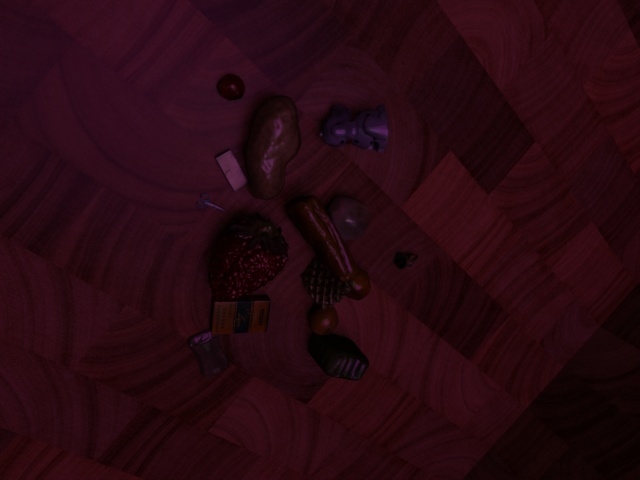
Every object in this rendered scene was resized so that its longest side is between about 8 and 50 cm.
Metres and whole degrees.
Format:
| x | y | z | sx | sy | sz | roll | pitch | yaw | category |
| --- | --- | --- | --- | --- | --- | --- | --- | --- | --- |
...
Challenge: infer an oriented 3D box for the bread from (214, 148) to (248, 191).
| x | y | z | sx | sy | sz | roll | pitch | yaw | category |
| --- | --- | --- | --- | --- | --- | --- | --- | --- | --- |
| -0.330 | -0.261 | 1.806 | 0.068 | 0.028 | 0.153 | -31 | 118 | -8 | bread |

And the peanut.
| x | y | z | sx | sy | sz | roll | pitch | yaw | category |
| --- | --- | --- | --- | --- | --- | --- | --- | --- | --- |
| -0.175 | -0.333 | 1.764 | 0.192 | 0.169 | 0.387 | 7 | 111 | -28 | peanut |

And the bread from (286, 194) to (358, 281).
| x | y | z | sx | sy | sz | roll | pitch | yaw | category |
| --- | --- | --- | --- | --- | --- | --- | --- | --- | --- |
| 0.000 | 0.000 | 1.925 | 0.109 | 0.185 | 0.380 | -39 | 107 | -27 | bread |

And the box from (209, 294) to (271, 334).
| x | y | z | sx | sy | sz | roll | pitch | yaw | category |
| --- | --- | --- | --- | --- | --- | --- | --- | --- | --- |
| -0.334 | 0.305 | 2.009 | 0.237 | 0.070 | 0.152 | 3 | 109 | -20 | box |

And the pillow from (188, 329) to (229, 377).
| x | y | z | sx | sy | sz | roll | pitch | yaw | category |
| --- | --- | --- | --- | --- | --- | --- | --- | --- | --- |
| -0.467 | 0.478 | 2.041 | 0.130 | 0.033 | 0.217 | -23 | 117 | -15 | pillow |

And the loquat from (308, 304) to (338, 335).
| x | y | z | sx | sy | sz | roll | pitch | yaw | category |
| --- | --- | --- | --- | --- | --- | --- | --- | --- | --- |
| 0.015 | 0.345 | 2.123 | 0.141 | 0.141 | 0.141 | -8 | 113 | -19 | loquat |

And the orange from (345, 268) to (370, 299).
| x | y | z | sx | sy | sz | roll | pitch | yaw | category |
| --- | --- | --- | --- | --- | --- | --- | --- | --- | --- |
| 0.148 | 0.187 | 2.111 | 0.134 | 0.156 | 0.156 | -51 | 121 | -21 | orange |

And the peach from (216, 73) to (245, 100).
| x | y | z | sx | sy | sz | roll | pitch | yaw | category |
| --- | --- | --- | --- | --- | --- | --- | --- | --- | --- |
| -0.307 | -0.533 | 1.688 | 0.098 | 0.061 | 0.098 | -6 | 105 | -22 | peach |

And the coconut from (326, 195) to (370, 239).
| x | y | z | sx | sy | sz | roll | pitch | yaw | category |
| --- | --- | --- | --- | --- | --- | --- | --- | --- | --- |
| 0.113 | -0.088 | 1.958 | 0.194 | 0.194 | 0.194 | -8 | 113 | -19 | coconut |

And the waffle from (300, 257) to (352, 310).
| x | y | z | sx | sy | sz | roll | pitch | yaw | category |
| --- | --- | --- | --- | --- | --- | --- | --- | --- | --- |
| 0.028 | 0.168 | 2.042 | 0.208 | 0.214 | 0.054 | -39 | 164 | 6 | waffle |

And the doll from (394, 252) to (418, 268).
| x | y | z | sx | sy | sz | roll | pitch | yaw | category |
| --- | --- | --- | --- | --- | --- | --- | --- | --- | --- |
| 0.390 | 0.084 | 2.224 | 0.113 | 0.076 | 0.078 | -18 | 148 | -46 | doll |

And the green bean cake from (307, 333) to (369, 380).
| x | y | z | sx | sy | sz | roll | pitch | yaw | category |
| --- | --- | --- | --- | --- | --- | --- | --- | --- | --- |
| 0.083 | 0.512 | 2.151 | 0.222 | 0.248 | 0.125 | 22 | 101 | -30 | green bean cake |

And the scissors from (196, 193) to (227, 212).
| x | y | z | sx | sy | sz | roll | pitch | yaw | category |
| --- | --- | --- | --- | --- | --- | --- | --- | --- | --- |
| -0.409 | -0.132 | 1.834 | 0.119 | 0.014 | 0.058 | 27 | 103 | -25 | scissors |

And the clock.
| x | y | z | sx | sy | sz | roll | pitch | yaw | category |
| --- | --- | --- | --- | --- | --- | --- | --- | --- | --- |
| 0.120 | -0.428 | 1.857 | 0.254 | 0.189 | 0.189 | -1 | 111 | -5 | clock |

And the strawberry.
| x | y | z | sx | sy | sz | roll | pitch | yaw | category |
| --- | --- | --- | --- | --- | --- | --- | --- | --- | --- |
| -0.284 | 0.075 | 1.855 | 0.292 | 0.292 | 0.343 | 24 | 124 | -28 | strawberry |
